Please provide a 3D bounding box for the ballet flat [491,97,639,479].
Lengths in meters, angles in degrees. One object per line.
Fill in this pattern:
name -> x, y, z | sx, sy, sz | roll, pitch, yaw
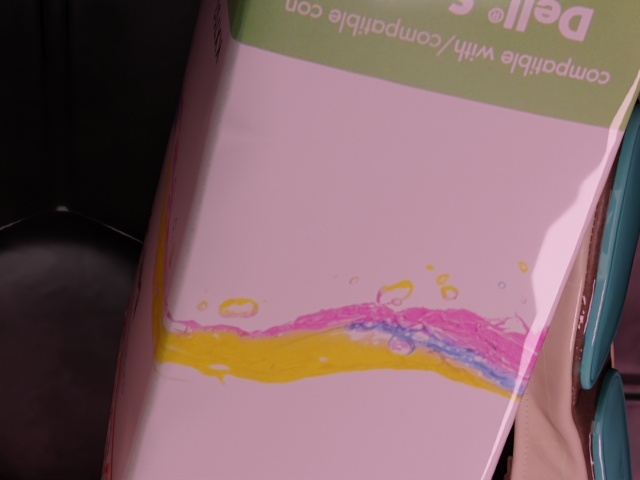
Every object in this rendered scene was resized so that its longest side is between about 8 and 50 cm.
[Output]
ballet flat -> 0.091, 0.048, 0.680 | 0.086, 0.086, 0.248 | -3, 121, 2

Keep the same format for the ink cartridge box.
ink cartridge box -> 0.000, 0.000, 0.573 | 0.119, 0.207, 0.353 | 12, 119, -8
